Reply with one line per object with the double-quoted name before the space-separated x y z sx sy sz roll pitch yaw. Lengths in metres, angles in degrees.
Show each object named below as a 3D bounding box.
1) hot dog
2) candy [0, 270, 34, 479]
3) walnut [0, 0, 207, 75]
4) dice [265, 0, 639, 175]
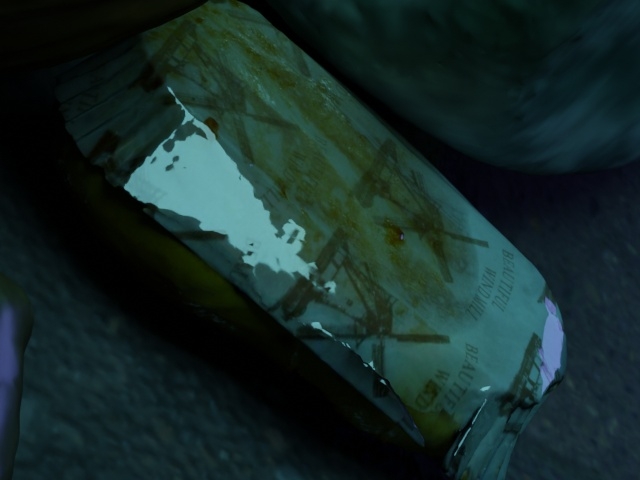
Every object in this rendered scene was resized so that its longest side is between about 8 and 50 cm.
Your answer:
"hot dog" 0.000 0.000 0.801 0.270 0.082 0.162 40 41 -11
"candy" -0.208 0.030 0.579 0.234 0.102 0.104 26 44 -26
"walnut" -0.173 -0.236 0.671 0.398 0.308 0.354 50 24 8
"dice" 0.129 -0.257 0.894 0.328 0.330 0.348 -6 52 -53
